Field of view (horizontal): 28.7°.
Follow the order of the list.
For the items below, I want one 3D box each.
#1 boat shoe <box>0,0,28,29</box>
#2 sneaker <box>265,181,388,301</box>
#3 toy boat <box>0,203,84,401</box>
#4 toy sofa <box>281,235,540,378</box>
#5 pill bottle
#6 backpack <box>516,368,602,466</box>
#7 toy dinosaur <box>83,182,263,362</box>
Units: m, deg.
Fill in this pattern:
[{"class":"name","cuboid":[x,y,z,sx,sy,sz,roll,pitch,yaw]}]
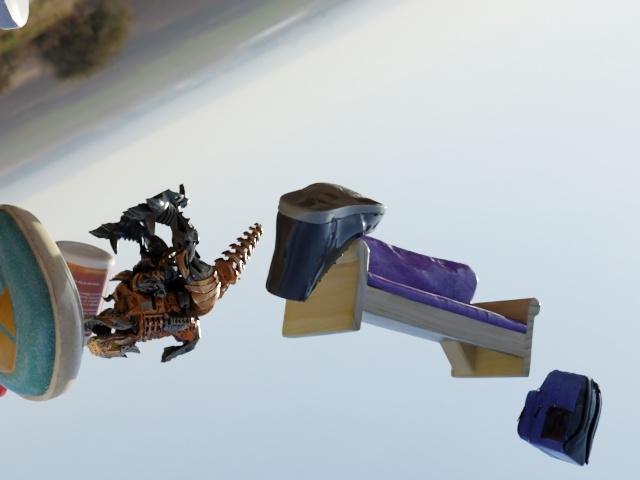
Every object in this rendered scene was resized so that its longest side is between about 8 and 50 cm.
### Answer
[{"class":"boat shoe","cuboid":[-0.406,-0.360,1.319,0.104,0.306,0.113,-13,-147,10]},{"class":"sneaker","cuboid":[0.000,0.000,1.496,0.083,0.118,0.222,25,-163,25]},{"class":"toy boat","cuboid":[-0.434,0.126,1.626,0.148,0.267,0.318,-4,144,-45]},{"class":"toy sofa","cuboid":[0.131,0.077,1.726,0.362,0.177,0.150,18,163,-37]},{"class":"pill bottle","cuboid":[-0.456,0.118,2.267,0.121,0.216,0.121,16,-170,-3]},{"class":"backpack","cuboid":[0.338,0.241,1.758,0.101,0.120,0.098,14,167,31]},{"class":"toy dinosaur","cuboid":[-0.216,0.049,1.781,0.164,0.218,0.322,-26,-177,31]}]
